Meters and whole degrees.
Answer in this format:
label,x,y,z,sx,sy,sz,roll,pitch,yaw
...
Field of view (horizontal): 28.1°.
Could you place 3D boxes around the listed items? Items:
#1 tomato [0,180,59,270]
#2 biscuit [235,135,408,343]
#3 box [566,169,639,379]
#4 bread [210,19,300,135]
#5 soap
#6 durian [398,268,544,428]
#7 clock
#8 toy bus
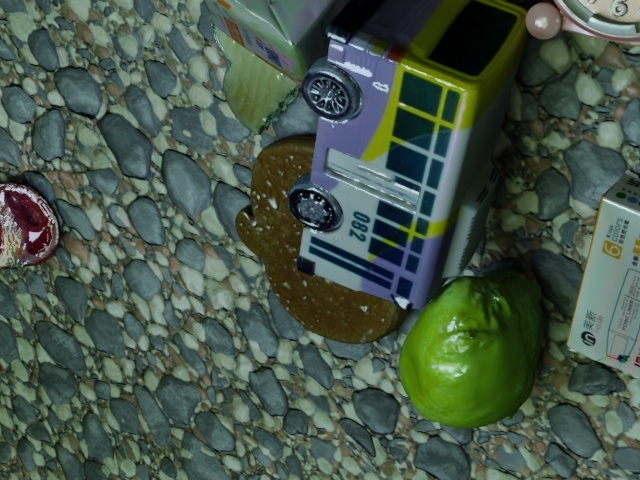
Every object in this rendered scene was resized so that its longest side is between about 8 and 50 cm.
label,x,y,z,sx,sy,sz,roll,pitch,yaw
tomato,-0.598,-0.035,2.475,0.189,0.099,0.173,-5,104,-5
biscuit,0.001,-0.001,2.074,0.314,0.063,0.367,11,124,34
box,0.468,0.068,1.751,0.221,0.091,0.273,25,131,22
bread,-0.081,-0.274,1.949,0.173,0.064,0.232,11,124,35
soap,-0.058,-0.336,1.785,0.182,0.138,0.199,35,174,10
durian,0.219,0.160,1.883,0.205,0.340,0.255,21,100,20
clock,0.378,-0.351,1.520,0.227,0.142,0.241,15,117,21
toy bus,0.116,-0.122,1.703,0.249,0.209,0.439,24,138,14
